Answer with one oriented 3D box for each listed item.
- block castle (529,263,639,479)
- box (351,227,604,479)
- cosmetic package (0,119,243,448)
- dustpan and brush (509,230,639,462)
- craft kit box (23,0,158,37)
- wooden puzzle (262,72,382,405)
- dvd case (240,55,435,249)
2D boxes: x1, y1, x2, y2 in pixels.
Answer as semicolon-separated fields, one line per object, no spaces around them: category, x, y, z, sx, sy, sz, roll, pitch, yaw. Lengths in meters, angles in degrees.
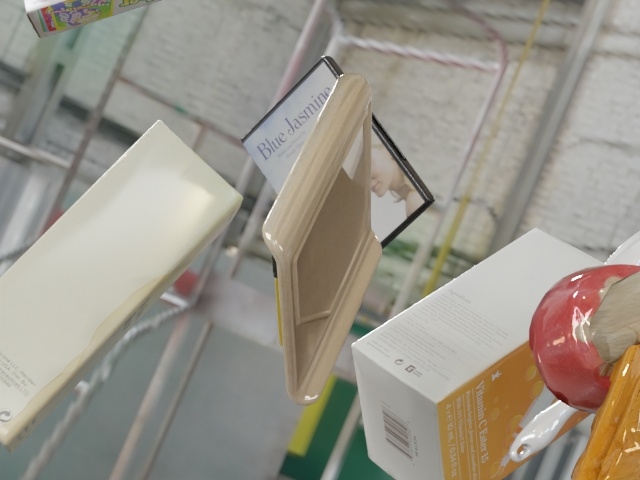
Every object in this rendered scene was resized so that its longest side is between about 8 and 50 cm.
block castle;0.185;0.257;0.710;0.303;0.453;0.213;27;-15;-3
box;0.234;0.172;1.882;0.168;0.345;0.215;32;-37;43
cosmetic package;-0.223;0.046;1.310;0.113;0.309;0.160;44;-14;0
dustpan and brush;0.230;0.103;1.105;0.147;0.211;0.060;55;-26;-18
craft kit box;-0.133;-0.306;1.064;0.250;0.246;0.061;-19;-12;-3
wooden puzzle;0.000;0.000;1.277;0.044;0.221;0.238;11;-39;17
dvd case;0.019;-0.095;1.862;0.253;0.180;0.022;55;28;17
